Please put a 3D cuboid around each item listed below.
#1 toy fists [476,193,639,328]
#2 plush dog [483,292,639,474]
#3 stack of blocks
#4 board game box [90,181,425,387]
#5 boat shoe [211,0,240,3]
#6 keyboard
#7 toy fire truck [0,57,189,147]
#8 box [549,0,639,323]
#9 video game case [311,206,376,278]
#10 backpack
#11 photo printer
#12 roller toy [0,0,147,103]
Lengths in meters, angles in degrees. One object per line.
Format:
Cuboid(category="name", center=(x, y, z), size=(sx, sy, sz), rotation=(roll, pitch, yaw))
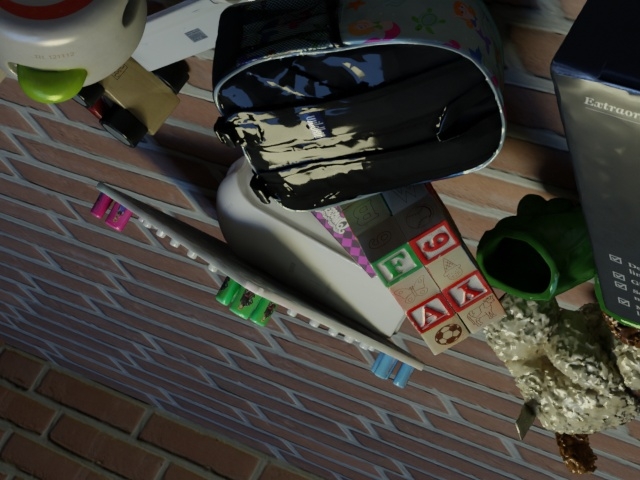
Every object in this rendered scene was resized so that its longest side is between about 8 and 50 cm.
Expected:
Cuboid(category="toy fists", center=(0.306, 0.013, 1.577), size=(0.279, 0.142, 0.096), rotation=(13, 112, 39))
Cuboid(category="plush dog", center=(0.348, 0.136, 1.718), size=(0.225, 0.210, 0.262), rotation=(-29, 152, 35))
Cuboid(category="stack of blocks", center=(0.076, -0.044, 1.596), size=(0.171, 0.087, 0.297), rotation=(52, -171, -45))
Cuboid(category="board game box", center=(-0.094, 0.066, 2.149), size=(0.390, 0.050, 0.390), rotation=(31, -177, 44))
Cuboid(category="boat shoe", center=(-0.163, -0.330, 1.480), size=(0.088, 0.096, 0.267), rotation=(11, 162, 34))
Cuboid(category="keyboard", center=(-0.149, -0.244, 1.730), size=(0.072, 0.014, 0.256), rotation=(35, 152, -31))
Cuboid(category="toy fire truck", center=(-0.324, -0.222, 1.925), size=(0.217, 0.158, 0.246), rotation=(43, 169, -33))
Cuboid(category="box", center=(0.373, -0.066, 1.163), size=(0.294, 0.212, 0.395), rotation=(21, 160, 26))
Cuboid(category="video game case", center=(-0.010, -0.093, 1.736), size=(0.232, 0.042, 0.210), rotation=(47, -165, -41))
Cuboid(category="backpack", center=(0.049, -0.151, 1.418), size=(0.254, 0.191, 0.225), rotation=(-6, 142, 19))
Cuboid(category="photo printer", center=(0.000, 0.000, 2.032), size=(0.308, 0.107, 0.256), rotation=(29, 162, 3))
Cuboid(category="roller toy", center=(-0.292, -0.276, 1.642), size=(0.209, 0.191, 0.146), rotation=(47, 167, 16))
